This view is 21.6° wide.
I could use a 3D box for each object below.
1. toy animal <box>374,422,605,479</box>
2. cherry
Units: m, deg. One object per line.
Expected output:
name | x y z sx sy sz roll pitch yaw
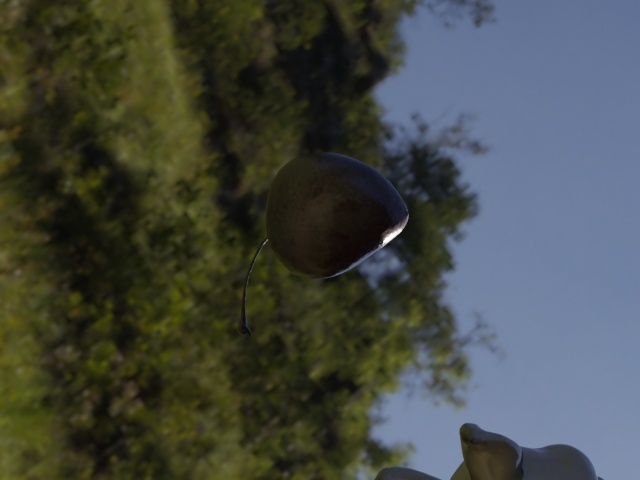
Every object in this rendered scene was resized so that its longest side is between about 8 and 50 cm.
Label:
toy animal | 0.238 0.347 1.928 0.196 0.241 0.367 -36 -73 26
cherry | 0.007 0.001 1.659 0.148 0.188 0.115 10 -30 -3
